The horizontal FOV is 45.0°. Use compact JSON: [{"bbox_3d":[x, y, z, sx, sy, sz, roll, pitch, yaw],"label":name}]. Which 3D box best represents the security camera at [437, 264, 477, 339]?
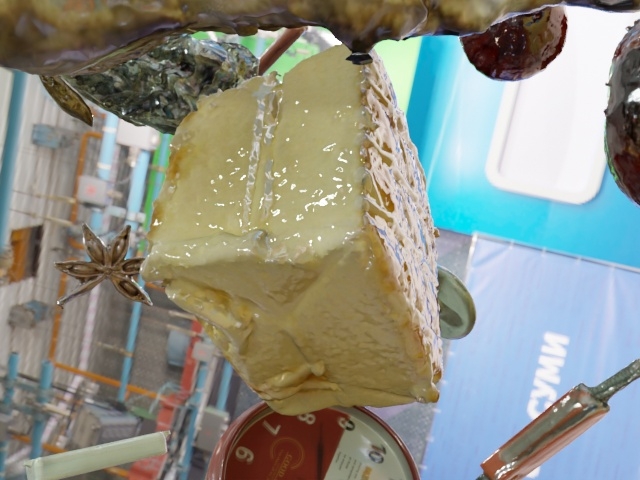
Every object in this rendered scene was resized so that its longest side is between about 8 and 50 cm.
[{"bbox_3d":[0.141,0.063,1.341,0.080,0.301,0.157,-38,-9,-36],"label":"security camera"}]

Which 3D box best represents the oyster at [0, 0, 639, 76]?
[{"bbox_3d":[-0.004,-0.139,0.393,0.204,0.396,0.111,-119,23,-81],"label":"oyster"}]

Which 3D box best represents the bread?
[{"bbox_3d":[0.000,0.000,1.015,0.390,0.279,0.371,58,-152,-46],"label":"bread"}]

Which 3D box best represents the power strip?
[{"bbox_3d":[-0.421,0.410,1.462,0.118,0.270,0.046,-31,68,57],"label":"power strip"}]

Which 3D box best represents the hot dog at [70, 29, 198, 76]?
[{"bbox_3d":[-0.359,-0.349,0.966,0.367,0.365,0.196,40,-121,-26],"label":"hot dog"}]

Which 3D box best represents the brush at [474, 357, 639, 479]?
[{"bbox_3d":[0.313,0.262,1.059,0.323,0.051,0.070,-45,-38,23],"label":"brush"}]

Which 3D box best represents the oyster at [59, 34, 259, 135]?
[{"bbox_3d":[-0.277,-0.270,1.290,0.162,0.350,0.158,-87,5,-50],"label":"oyster"}]

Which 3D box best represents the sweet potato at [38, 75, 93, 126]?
[{"bbox_3d":[-0.414,-0.241,1.223,0.153,0.038,0.041,54,-171,-12],"label":"sweet potato"}]

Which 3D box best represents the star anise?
[{"bbox_3d":[-0.423,0.049,1.546,0.063,0.207,0.172,174,96,-74],"label":"star anise"}]

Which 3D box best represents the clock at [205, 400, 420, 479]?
[{"bbox_3d":[-0.005,0.358,1.088,0.318,0.318,0.080,-63,-4,-45],"label":"clock"}]

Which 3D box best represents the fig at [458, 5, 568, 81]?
[{"bbox_3d":[0.224,-0.235,0.865,0.150,0.128,0.128,-124,32,-49],"label":"fig"}]

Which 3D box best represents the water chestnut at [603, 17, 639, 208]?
[{"bbox_3d":[0.551,-0.180,1.019,0.302,0.350,0.351,164,124,-71],"label":"water chestnut"}]

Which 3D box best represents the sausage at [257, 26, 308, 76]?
[{"bbox_3d":[-0.080,-0.358,1.444,0.147,0.030,0.035,-39,8,30],"label":"sausage"}]
